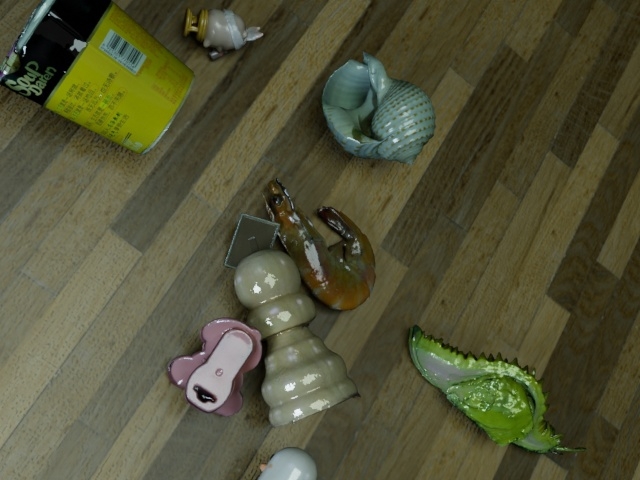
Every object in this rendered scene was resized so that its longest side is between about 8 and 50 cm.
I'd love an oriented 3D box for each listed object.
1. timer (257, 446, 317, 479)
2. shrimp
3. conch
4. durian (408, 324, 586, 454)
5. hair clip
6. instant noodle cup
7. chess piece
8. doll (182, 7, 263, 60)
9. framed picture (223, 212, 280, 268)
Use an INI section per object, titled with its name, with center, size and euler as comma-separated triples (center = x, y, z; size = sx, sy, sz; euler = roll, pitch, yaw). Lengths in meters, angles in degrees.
[timer]
center = -0.021, 0.429, 1.175
size = 0.233, 0.233, 0.240
euler = 36, 70, -11
[shrimp]
center = 0.000, 0.000, 1.378
size = 0.249, 0.068, 0.150
euler = 51, 53, -10
[conch]
center = 0.098, -0.205, 1.428
size = 0.172, 0.131, 0.200
euler = -24, 58, 0
[durian]
center = 0.297, 0.262, 1.415
size = 0.375, 0.106, 0.132
euler = 38, 72, -6
[hair clip]
center = -0.146, 0.179, 1.242
size = 0.123, 0.102, 0.138
euler = 30, 79, -9
[instant noodle cup]
center = -0.316, -0.247, 1.235
size = 0.236, 0.215, 0.216
euler = 33, 68, -20
[chess piece]
center = -0.052, 0.139, 1.292
size = 0.142, 0.143, 0.261
euler = -17, 79, -25
[doll]
center = -0.159, -0.331, 1.388
size = 0.127, 0.073, 0.084
euler = 7, 108, -17
[framed picture]
center = -0.106, 0.007, 1.337
size = 0.066, 0.007, 0.089
euler = 15, 102, -18
